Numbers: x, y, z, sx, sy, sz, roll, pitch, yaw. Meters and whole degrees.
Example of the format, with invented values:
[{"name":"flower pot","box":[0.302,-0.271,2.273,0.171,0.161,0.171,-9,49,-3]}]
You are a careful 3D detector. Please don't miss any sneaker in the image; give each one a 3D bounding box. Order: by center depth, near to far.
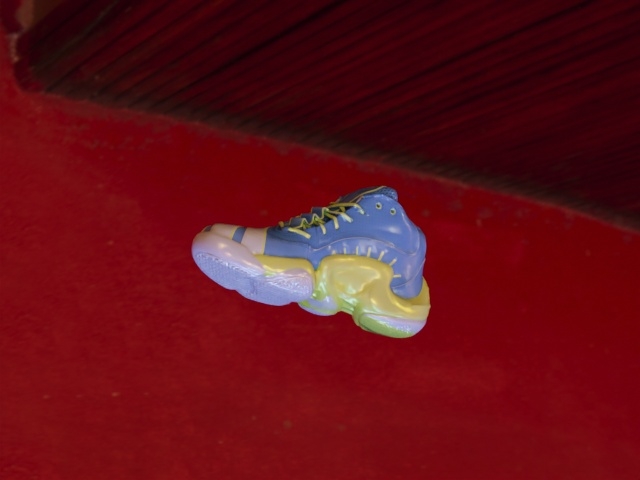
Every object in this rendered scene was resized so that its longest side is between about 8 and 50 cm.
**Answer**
[{"name":"sneaker","box":[0.000,0.000,0.970,0.240,0.091,0.126,22,73,-35]}]
